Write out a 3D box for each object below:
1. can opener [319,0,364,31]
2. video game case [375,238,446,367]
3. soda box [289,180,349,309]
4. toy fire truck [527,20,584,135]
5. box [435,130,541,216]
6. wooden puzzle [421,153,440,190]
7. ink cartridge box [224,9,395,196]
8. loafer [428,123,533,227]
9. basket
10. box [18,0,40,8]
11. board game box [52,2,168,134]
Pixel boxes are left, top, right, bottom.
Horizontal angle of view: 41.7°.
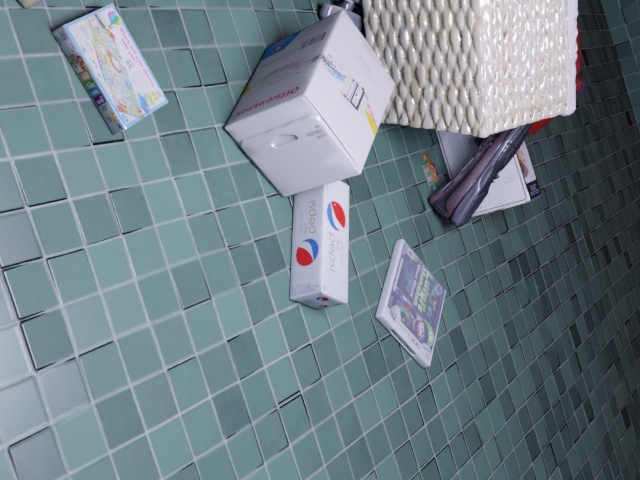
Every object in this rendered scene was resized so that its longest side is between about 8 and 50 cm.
[{"bbox_3d":[0.092,-0.443,1.699,0.284,0.076,0.095,10,101,-51],"label":"can opener"},{"bbox_3d":[0.179,0.121,1.628,0.173,0.022,0.190,48,44,-32],"label":"video game case"},{"bbox_3d":[0.000,0.000,1.396,0.074,0.069,0.216,26,58,-46],"label":"soda box"},{"bbox_3d":[0.521,-0.403,2.076,0.169,0.254,0.302,32,53,-43],"label":"toy fire truck"},{"bbox_3d":[0.362,-0.208,1.872,0.087,0.169,0.289,-20,92,-57],"label":"box"},{"bbox_3d":[0.238,-0.148,1.818,0.049,0.006,0.083,-35,106,-52],"label":"wooden puzzle"},{"bbox_3d":[-0.012,-0.220,1.374,0.168,0.171,0.232,50,43,-30],"label":"ink cartridge box"},{"bbox_3d":[0.337,-0.174,1.753,0.302,0.095,0.109,-57,160,5],"label":"loafer"},{"bbox_3d":[0.279,-0.388,1.595,0.267,0.328,0.331,-21,115,-36],"label":"basket"},{"bbox_3d":[-0.365,-0.457,1.041,0.243,0.117,0.213,51,42,-30],"label":"box"},{"bbox_3d":[-0.282,-0.234,1.143,0.154,0.026,0.103,62,38,-17],"label":"board game box"}]
